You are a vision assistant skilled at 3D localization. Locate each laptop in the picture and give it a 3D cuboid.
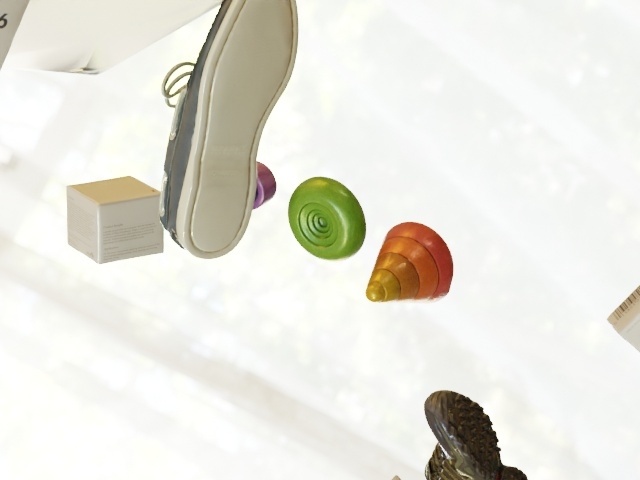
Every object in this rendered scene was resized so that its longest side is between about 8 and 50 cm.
[{"bbox_3d":[-0.221,-0.360,1.893,0.408,0.236,0.382,-26,-12,27],"label":"laptop"}]

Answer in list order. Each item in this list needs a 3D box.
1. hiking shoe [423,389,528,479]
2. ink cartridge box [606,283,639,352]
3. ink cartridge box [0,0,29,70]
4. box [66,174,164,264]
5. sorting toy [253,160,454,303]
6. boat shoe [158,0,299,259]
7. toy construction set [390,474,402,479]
[{"bbox_3d":[0.165,0.273,2.316,0.227,0.114,0.086,57,-143,-31],"label":"hiking shoe"},{"bbox_3d":[0.503,0.109,2.377,0.189,0.232,0.066,-47,24,9],"label":"ink cartridge box"},{"bbox_3d":[-0.312,-0.133,1.420,0.065,0.165,0.332,7,-65,-45],"label":"ink cartridge box"},{"bbox_3d":[-0.273,-0.028,2.529,0.101,0.102,0.087,-11,-67,-31],"label":"box"},{"bbox_3d":[0.000,0.000,2.614,0.126,0.365,0.127,-33,-37,-49],"label":"sorting toy"},{"bbox_3d":[-0.084,-0.113,1.616,0.095,0.079,0.254,-4,-67,-36],"label":"boat shoe"},{"bbox_3d":[0.036,0.379,2.047,0.257,0.237,0.309,2,-55,-43],"label":"toy construction set"}]
